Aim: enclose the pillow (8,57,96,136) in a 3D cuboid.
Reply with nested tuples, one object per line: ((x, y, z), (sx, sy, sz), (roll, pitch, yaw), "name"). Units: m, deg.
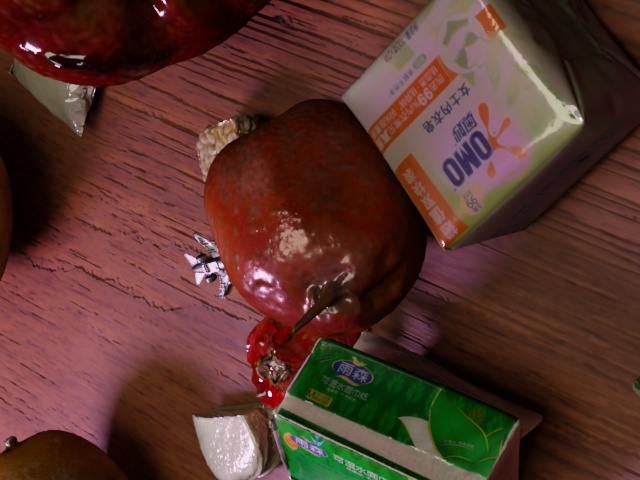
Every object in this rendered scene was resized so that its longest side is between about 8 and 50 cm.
((-0.281, -0.246, 1.817), (0.148, 0.050, 0.229), (45, 124, 32), "pillow")

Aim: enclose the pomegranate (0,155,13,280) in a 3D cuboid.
((-0.494, -0.034, 1.900), (0.307, 0.307, 0.307), (9, 105, 39), "pomegranate")

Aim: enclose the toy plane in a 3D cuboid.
((-0.111, 0.025, 1.740), (0.083, 0.031, 0.078), (-11, 107, 43), "toy plane")

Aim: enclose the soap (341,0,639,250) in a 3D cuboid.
((0.155, -0.121, 1.414), (0.199, 0.138, 0.182), (-45, 71, 36), "soap")

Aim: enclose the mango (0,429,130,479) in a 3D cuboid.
((-0.280, 0.400, 1.838), (0.384, 0.221, 0.199), (68, 157, 3), "mango")

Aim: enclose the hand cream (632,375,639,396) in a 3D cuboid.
((0.327, 0.096, 1.389), (0.057, 0.037, 0.165), (49, 132, 22), "hand cream")

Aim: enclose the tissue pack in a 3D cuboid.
((0.086, 0.177, 1.519), (0.209, 0.156, 0.148), (23, 154, 21), "tissue pack")

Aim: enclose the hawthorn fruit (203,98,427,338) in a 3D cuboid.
((0.000, 0.000, 1.489), (0.210, 0.211, 0.262), (-56, 26, 33), "hawthorn fruit")

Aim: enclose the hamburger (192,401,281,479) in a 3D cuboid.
((-0.087, 0.222, 1.748), (0.121, 0.054, 0.084), (-7, 98, 43), "hamburger")

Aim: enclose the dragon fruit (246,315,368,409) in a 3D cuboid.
((-0.033, 0.127, 1.645), (0.153, 0.111, 0.153), (7, 100, 41), "dragon fruit")

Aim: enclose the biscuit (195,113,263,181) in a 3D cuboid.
((-0.074, -0.047, 1.668), (0.082, 0.070, 0.168), (-20, 84, 34), "biscuit")

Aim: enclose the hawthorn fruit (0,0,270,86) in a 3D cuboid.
((-0.212, -0.357, 1.544), (0.403, 0.403, 0.402), (9, 105, 39), "hawthorn fruit")
